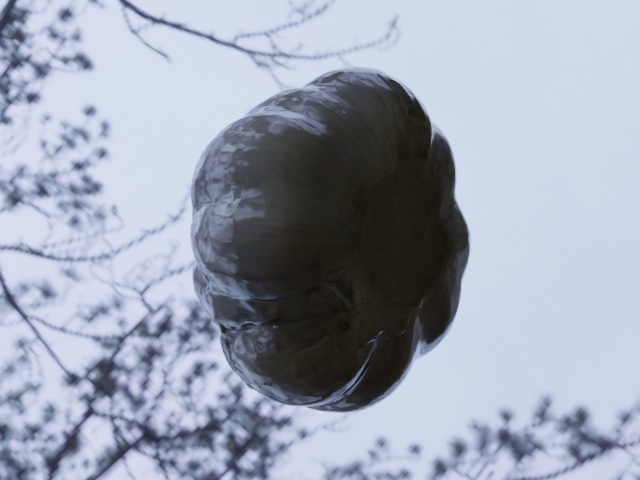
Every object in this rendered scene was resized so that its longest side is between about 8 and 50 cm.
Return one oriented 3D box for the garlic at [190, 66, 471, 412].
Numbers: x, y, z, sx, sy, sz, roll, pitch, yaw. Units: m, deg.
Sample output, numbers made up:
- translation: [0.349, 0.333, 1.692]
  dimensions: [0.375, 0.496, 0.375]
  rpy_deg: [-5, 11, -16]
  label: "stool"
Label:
- translation: [0.002, 0.001, 0.979]
  dimensions: [0.228, 0.152, 0.228]
  rpy_deg: [-8, -80, -52]
  label: "garlic"
